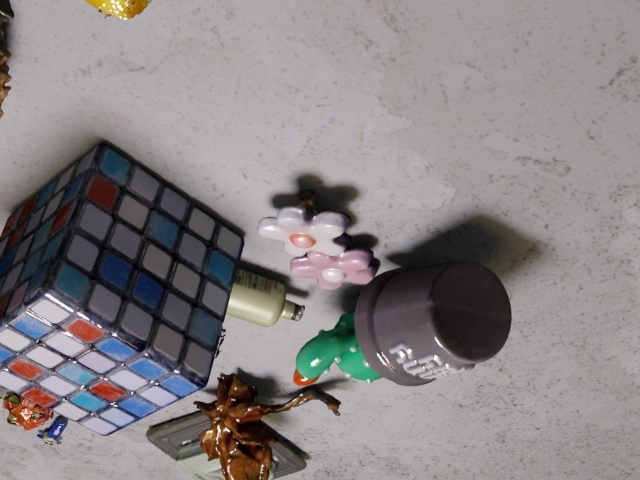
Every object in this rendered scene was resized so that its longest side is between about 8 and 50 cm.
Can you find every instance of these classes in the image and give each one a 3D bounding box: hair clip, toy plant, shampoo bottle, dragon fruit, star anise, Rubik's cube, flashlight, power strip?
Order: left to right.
[{"bbox_3d":[-0.604,0.344,2.135,0.116,0.086,0.081,-3,179,29],"label":"dragon fruit"},{"bbox_3d":[-0.572,0.414,2.248,0.057,0.035,0.121,25,140,-16],"label":"flashlight"},{"bbox_3d":[-0.328,0.083,1.575,0.293,0.292,0.287,33,136,-29],"label":"Rubik's cube"},{"bbox_3d":[-0.200,0.454,2.169,0.251,0.092,0.257,-20,129,38],"label":"power strip"},{"bbox_3d":[-0.105,0.096,1.707,0.162,0.079,0.079,19,141,-12],"label":"shampoo bottle"},{"bbox_3d":[-0.113,0.352,1.957,0.346,0.237,0.148,-27,162,25],"label":"star anise"},{"bbox_3d":[0.000,0.007,1.585,0.146,0.075,0.257,-10,142,17],"label":"hair clip"},{"bbox_3d":[0.116,0.144,1.628,0.185,0.279,0.400,60,151,-2],"label":"toy plant"}]

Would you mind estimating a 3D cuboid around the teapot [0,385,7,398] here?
[{"bbox_3d":[-0.722,0.296,2.111,0.200,0.077,0.107,-24,111,36],"label":"teapot"}]

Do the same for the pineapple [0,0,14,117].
[{"bbox_3d":[-0.447,-0.280,1.276,0.169,0.169,0.340,18,135,-10],"label":"pineapple"}]

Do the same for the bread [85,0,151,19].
[{"bbox_3d":[-0.262,-0.326,1.199,0.187,0.103,0.065,30,136,-16],"label":"bread"}]
